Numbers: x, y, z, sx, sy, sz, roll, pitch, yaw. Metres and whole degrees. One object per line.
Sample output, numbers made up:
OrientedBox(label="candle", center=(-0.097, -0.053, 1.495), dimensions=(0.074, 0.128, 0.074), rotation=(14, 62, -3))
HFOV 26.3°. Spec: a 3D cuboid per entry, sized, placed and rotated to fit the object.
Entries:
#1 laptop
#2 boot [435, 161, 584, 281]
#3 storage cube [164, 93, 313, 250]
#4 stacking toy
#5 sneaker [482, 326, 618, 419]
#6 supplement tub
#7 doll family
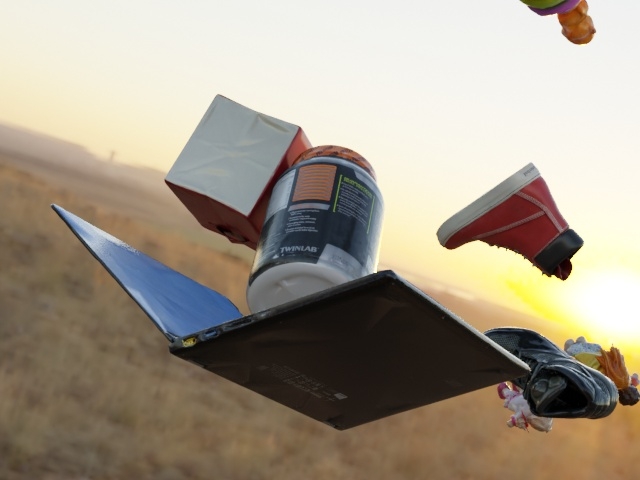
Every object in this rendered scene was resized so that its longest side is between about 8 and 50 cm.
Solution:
OrientedBox(label="laptop", center=(-0.031, 0.060, 1.591), dimensions=(0.408, 0.236, 0.382), rotation=(-20, -27, 23))
OrientedBox(label="boot", center=(0.288, 0.007, 2.073), dimensions=(0.176, 0.088, 0.244), rotation=(56, -35, 1))
OrientedBox(label="storage cube", center=(-0.124, -0.111, 2.375), dimensions=(0.184, 0.215, 0.193), rotation=(24, -14, 24))
OrientedBox(label="stacking toy", center=(0.327, -0.382, 1.958), dimensions=(0.175, 0.165, 0.302), rotation=(24, -16, 46))
OrientedBox(label="sneaker", center=(0.310, 0.190, 1.987), dimensions=(0.227, 0.087, 0.130), rotation=(31, 13, 30))
OrientedBox(label="supplement tub", center=(0.000, 0.000, 2.180), dimensions=(0.194, 0.193, 0.316), rotation=(18, 42, -4))
OrientedBox(label="doll family", center=(0.429, 0.235, 2.325), dimensions=(0.263, 0.118, 0.163), rotation=(-15, 25, -16))
